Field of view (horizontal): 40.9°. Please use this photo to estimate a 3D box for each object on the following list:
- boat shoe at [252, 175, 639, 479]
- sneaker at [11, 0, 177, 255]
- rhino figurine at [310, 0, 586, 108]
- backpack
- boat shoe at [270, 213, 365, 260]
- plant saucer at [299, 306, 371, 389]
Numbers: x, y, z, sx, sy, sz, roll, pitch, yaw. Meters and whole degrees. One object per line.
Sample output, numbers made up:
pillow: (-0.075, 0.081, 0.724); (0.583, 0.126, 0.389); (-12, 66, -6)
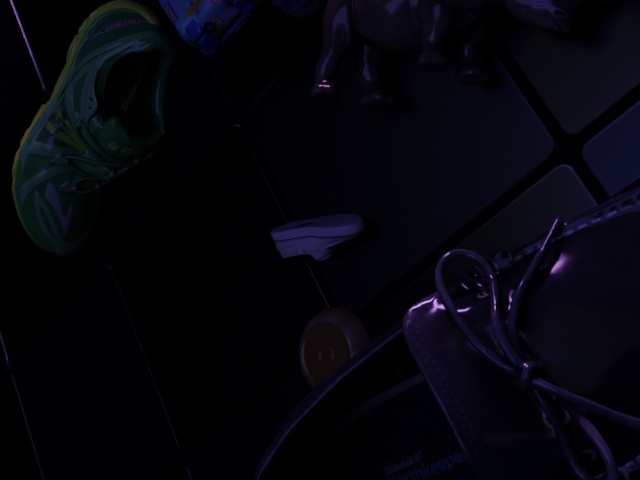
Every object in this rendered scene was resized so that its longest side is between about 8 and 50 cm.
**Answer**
boat shoe: (0.141, 0.093, 0.550); (0.500, 0.156, 0.187); (-39, 62, 31)
sneaker: (-0.242, -0.109, 0.918); (0.123, 0.109, 0.295); (39, 111, 39)
rhino figurine: (0.099, -0.175, 0.655); (0.243, 0.073, 0.106); (-8, 75, 37)
backpack: (-0.057, -0.261, 0.767); (0.173, 0.117, 0.158); (-40, 64, 29)
boat shoe: (0.000, 0.000, 0.758); (0.100, 0.035, 0.035); (-8, 109, 36)
plant saucer: (0.009, 0.100, 0.752); (0.083, 0.015, 0.083); (-4, 85, 40)
